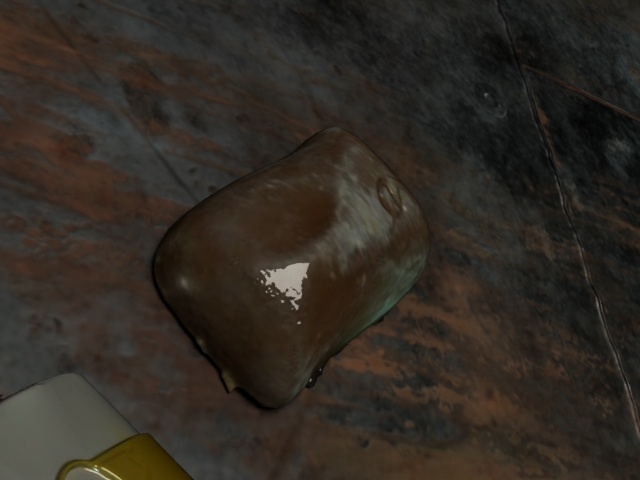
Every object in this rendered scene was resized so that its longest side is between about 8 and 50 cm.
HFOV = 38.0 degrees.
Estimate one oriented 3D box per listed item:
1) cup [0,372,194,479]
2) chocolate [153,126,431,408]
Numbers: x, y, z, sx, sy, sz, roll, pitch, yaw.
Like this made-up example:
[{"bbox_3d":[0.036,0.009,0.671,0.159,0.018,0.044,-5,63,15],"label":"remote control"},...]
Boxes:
[{"bbox_3d":[-0.109,0.195,0.383,0.226,0.185,0.241,49,35,9],"label":"cup"},{"bbox_3d":[0.001,-0.001,0.697,0.161,0.083,0.261,47,42,1],"label":"chocolate"}]
